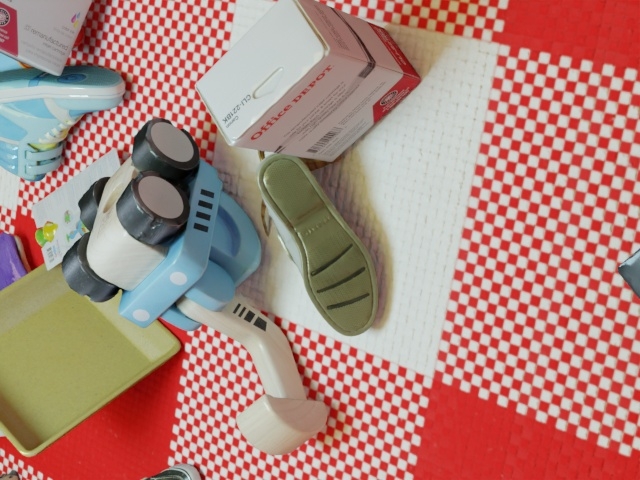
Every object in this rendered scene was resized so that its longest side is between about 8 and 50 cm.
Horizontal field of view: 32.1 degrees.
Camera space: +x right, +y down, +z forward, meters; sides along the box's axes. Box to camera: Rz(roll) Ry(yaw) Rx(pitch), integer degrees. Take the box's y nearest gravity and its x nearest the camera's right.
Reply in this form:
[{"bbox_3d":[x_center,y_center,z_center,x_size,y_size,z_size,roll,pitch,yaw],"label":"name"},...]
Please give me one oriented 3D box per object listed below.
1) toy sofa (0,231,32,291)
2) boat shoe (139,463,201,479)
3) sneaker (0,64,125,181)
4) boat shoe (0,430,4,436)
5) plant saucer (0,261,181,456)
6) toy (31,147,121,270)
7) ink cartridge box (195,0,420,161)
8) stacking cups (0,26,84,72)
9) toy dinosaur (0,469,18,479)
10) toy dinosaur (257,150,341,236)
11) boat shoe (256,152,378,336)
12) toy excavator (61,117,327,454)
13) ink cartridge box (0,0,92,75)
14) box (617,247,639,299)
[{"bbox_3d":[-0.615,0.168,2.136,0.177,0.150,0.362,-37,76,26],"label":"toy sofa"},{"bbox_3d":[-0.301,0.462,1.999,0.219,0.070,0.078,-31,76,35],"label":"boat shoe"},{"bbox_3d":[-0.485,-0.210,2.061,0.319,0.127,0.208,3,115,25],"label":"sneaker"},{"bbox_3d":[-0.735,0.393,2.317,0.267,0.096,0.088,-17,79,29],"label":"boat shoe"},{"bbox_3d":[-0.471,0.205,1.995,0.333,0.333,0.081,39,150,29],"label":"plant saucer"},{"bbox_3d":[-0.428,-0.053,2.052,0.237,0.056,0.137,-28,69,26],"label":"toy"},{"bbox_3d":[-0.013,-0.222,1.571,0.197,0.273,0.114,-41,70,23],"label":"ink cartridge box"},{"bbox_3d":[-0.579,-0.345,2.122,0.316,0.096,0.096,-14,86,37],"label":"stacking cups"},{"bbox_3d":[-0.679,0.637,2.280,0.200,0.127,0.296,-12,92,31],"label":"toy dinosaur"},{"bbox_3d":[-0.059,-0.104,1.765,0.211,0.064,0.112,-37,73,34],"label":"toy dinosaur"},{"bbox_3d":[0.000,0.000,1.702,0.113,0.103,0.302,-25,98,-1],"label":"boat shoe"},{"bbox_3d":[-0.172,0.080,1.790,0.222,0.445,0.433,-43,28,33],"label":"toy excavator"},{"bbox_3d":[-0.502,-0.469,1.915,0.131,0.226,0.306,25,91,36],"label":"ink cartridge box"},{"bbox_3d":[0.509,0.081,1.294,0.165,0.143,0.270,-47,67,33],"label":"box"}]
